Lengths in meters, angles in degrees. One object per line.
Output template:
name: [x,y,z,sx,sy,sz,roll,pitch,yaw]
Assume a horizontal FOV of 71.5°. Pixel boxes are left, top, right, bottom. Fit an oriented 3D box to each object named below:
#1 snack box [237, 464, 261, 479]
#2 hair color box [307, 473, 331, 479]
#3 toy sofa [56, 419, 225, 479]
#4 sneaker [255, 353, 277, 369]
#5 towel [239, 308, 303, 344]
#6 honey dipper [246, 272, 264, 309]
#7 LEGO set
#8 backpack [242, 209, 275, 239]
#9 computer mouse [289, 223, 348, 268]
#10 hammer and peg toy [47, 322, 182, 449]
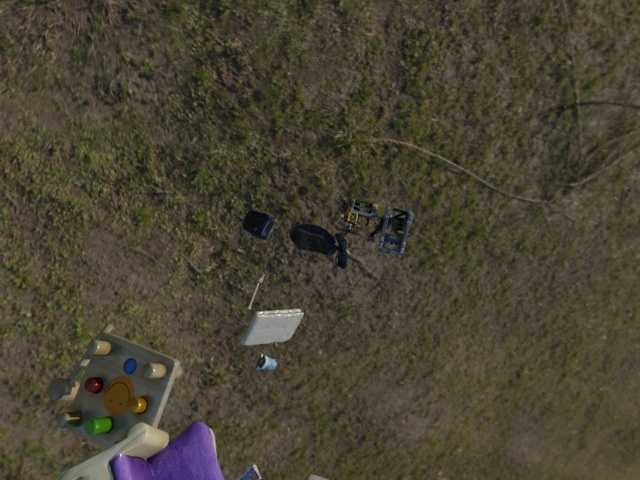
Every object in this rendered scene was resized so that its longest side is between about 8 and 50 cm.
snack box: [-0.334,1.064,1.940,0.178,0.064,0.022,-46,141,8]
hair color box: [0.022,0.901,1.480,0.374,0.185,0.114,78,26,-73]
toy sofa: [-0.173,0.419,0.565,0.177,0.363,0.150,-25,156,-15]
sneaker: [-0.207,0.484,1.734,0.073,0.162,0.064,23,76,-13]
towel: [-0.220,0.394,2.048,0.282,0.049,0.187,6,121,-42]
honey dipper: [-0.274,0.216,1.873,0.030,0.030,0.161,28,74,-37]
LEGO set: [0.215,-0.032,1.776,0.330,0.255,0.192,15,83,-5]
backpack: [-0.245,-0.061,1.767,0.105,0.114,0.084,-65,154,-8]
computer mouse: [0.000,0.000,1.797,0.072,0.272,0.189,-52,148,-36]
hammer and peg toy: [-0.548,0.368,1.136,0.127,0.361,0.266,44,62,-66]
